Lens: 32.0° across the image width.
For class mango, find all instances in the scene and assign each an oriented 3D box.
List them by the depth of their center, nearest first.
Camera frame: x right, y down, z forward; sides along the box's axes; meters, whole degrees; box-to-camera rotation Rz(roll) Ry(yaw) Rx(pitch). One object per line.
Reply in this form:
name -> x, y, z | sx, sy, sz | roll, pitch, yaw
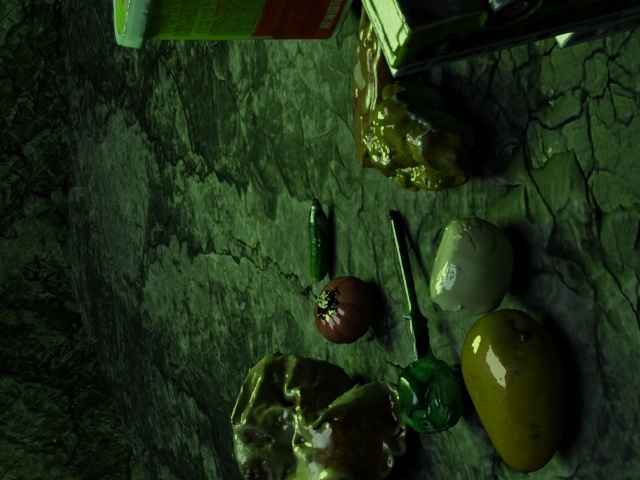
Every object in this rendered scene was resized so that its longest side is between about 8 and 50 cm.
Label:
mango -> 0.227, 0.175, 1.291 | 0.137, 0.098, 0.195 | 20, 125, 62

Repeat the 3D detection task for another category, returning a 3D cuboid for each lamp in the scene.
lamp -> 0.037, 0.106, 1.713 | 0.107, 0.092, 0.108 | -32, 44, 38

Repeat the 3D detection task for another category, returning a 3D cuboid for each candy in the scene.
candy -> 0.131, 0.104, 1.534 | 0.097, 0.097, 0.324 | 128, 136, -61

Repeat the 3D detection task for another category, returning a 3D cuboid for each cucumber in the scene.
cucumber -> 0.000, 0.000, 1.827 | 0.037, 0.037, 0.155 | -139, 42, -56

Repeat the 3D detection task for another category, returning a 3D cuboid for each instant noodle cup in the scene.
instant noodle cup -> -0.115, -0.402, 1.524 | 0.294, 0.307, 0.294 | -179, 90, -74

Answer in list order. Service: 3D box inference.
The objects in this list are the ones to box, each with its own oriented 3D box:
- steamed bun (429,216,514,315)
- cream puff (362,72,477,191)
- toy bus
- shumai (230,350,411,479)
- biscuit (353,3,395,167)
steamed bun -> 0.184, 0.032, 1.323 | 0.130, 0.090, 0.113 | -74, -1, -78
cream puff -> 0.119, -0.119, 1.378 | 0.156, 0.121, 0.156 | 45, 143, 49
toy bus -> 0.180, -0.227, 0.959 | 0.139, 0.301, 0.113 | 122, 130, -67
shumai -> 0.044, 0.321, 1.736 | 0.262, 0.267, 0.314 | -5, 127, 38
biscuit -> 0.071, -0.234, 1.483 | 0.186, 0.044, 0.295 | -95, 8, -60
